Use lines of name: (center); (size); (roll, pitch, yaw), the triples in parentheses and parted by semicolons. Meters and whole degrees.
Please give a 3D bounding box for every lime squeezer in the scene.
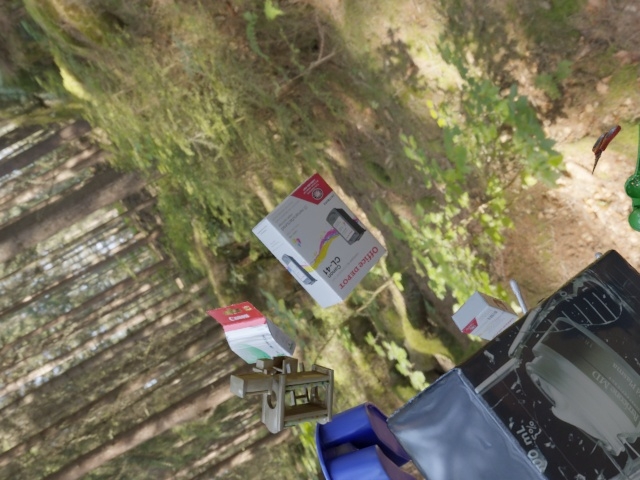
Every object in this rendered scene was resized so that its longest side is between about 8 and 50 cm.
lime squeezer: (0.633, -0.069, 1.035); (0.110, 0.059, 0.310); (-36, -61, -86)

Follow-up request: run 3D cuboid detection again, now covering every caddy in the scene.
caddy: (0.108, 0.556, 1.323); (0.341, 0.179, 0.241); (51, -165, -38)

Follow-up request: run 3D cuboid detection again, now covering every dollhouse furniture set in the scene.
dollhouse furniture set: (-0.097, 0.271, 0.948); (0.161, 0.182, 0.101); (-1, 86, 53)

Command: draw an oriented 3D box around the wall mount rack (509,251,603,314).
wall mount rack: (0.631, 0.204, 1.321); (0.304, 0.350, 0.130); (54, -154, -31)

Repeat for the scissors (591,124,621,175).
scissors: (0.926, -0.284, 1.796); (0.021, 0.297, 0.109); (40, 152, -1)

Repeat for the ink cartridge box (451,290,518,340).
ink cartridge box: (0.537, 0.248, 1.752); (0.175, 0.127, 0.072); (21, -153, -36)

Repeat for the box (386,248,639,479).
box: (0.464, 0.345, 0.906); (0.479, 0.472, 0.297); (52, 147, 19)

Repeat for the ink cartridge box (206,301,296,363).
ink cartridge box: (-0.208, 0.275, 1.571); (0.224, 0.181, 0.056); (46, -137, -33)

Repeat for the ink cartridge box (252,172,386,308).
ink cartridge box: (0.000, 0.000, 1.507); (0.306, 0.226, 0.131); (47, 152, -5)
